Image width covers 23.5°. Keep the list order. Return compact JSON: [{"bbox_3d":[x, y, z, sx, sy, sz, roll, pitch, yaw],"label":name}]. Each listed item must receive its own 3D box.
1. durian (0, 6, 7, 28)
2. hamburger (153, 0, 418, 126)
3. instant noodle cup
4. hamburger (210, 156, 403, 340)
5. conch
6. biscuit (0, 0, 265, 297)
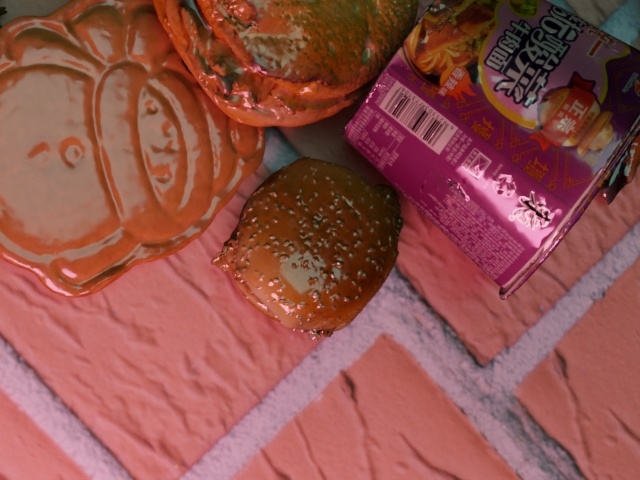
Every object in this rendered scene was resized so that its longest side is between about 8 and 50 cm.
[{"bbox_3d":[-0.459,-0.229,1.668,0.252,0.144,0.139,-29,69,-13],"label":"durian"},{"bbox_3d":[-0.044,-0.274,1.735,0.314,0.170,0.290,-34,95,-39],"label":"hamburger"},{"bbox_3d":[0.200,-0.143,1.750,0.266,0.340,0.340,36,74,3],"label":"instant noodle cup"},{"bbox_3d":[0.000,0.000,1.755,0.189,0.122,0.215,44,71,-6],"label":"hamburger"},{"bbox_3d":[0.402,-0.162,1.919,0.086,0.080,0.233,38,72,8],"label":"conch"},{"bbox_3d":[-0.239,-0.116,1.721,0.351,0.057,0.312,-24,96,-19],"label":"biscuit"}]
